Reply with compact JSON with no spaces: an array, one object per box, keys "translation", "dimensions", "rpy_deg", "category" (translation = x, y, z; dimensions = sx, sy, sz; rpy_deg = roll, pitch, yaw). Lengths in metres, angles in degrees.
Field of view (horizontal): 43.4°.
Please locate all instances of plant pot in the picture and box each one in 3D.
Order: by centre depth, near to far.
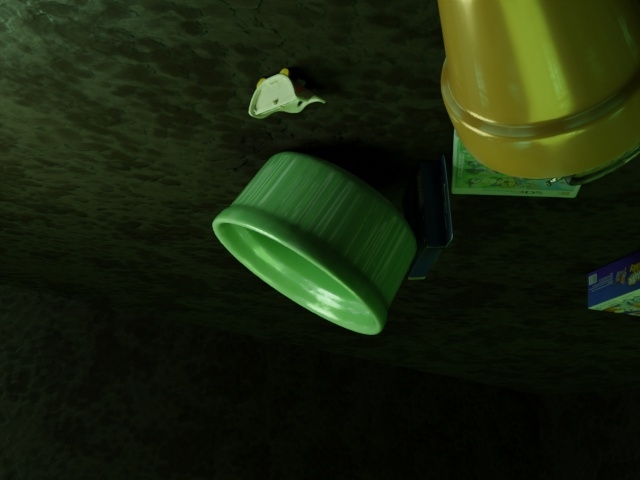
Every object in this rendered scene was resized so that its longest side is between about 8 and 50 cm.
[{"translation":[0.187,-0.190,0.691],"dimensions":[0.205,0.205,0.188],"rpy_deg":[-4,145,27],"category":"plant pot"}]

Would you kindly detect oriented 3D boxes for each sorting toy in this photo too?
[{"translation":[-0.035,-0.180,1.016],"dimensions":[0.083,0.045,0.075],"rpy_deg":[-12,163,42],"category":"sorting toy"}]

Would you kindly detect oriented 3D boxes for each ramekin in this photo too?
[{"translation":[0.000,0.000,1.233],"dimensions":[0.303,0.148,0.303],"rpy_deg":[31,164,10],"category":"ramekin"}]

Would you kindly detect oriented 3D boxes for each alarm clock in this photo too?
[{"translation":[0.352,-0.131,0.967],"dimensions":[0.129,0.064,0.192],"rpy_deg":[-20,166,-19],"category":"alarm clock"}]

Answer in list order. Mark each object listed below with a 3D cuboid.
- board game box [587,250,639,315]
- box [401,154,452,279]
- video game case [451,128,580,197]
[{"translation":[0.711,0.075,1.551],"dimensions":[0.233,0.078,0.347],"rpy_deg":[8,162,-10],"category":"board game box"},{"translation":[0.163,-0.033,1.259],"dimensions":[0.036,0.137,0.225],"rpy_deg":[-1,162,-5],"category":"box"},{"translation":[0.289,-0.111,1.167],"dimensions":[0.193,0.023,0.212],"rpy_deg":[2,162,9],"category":"video game case"}]
